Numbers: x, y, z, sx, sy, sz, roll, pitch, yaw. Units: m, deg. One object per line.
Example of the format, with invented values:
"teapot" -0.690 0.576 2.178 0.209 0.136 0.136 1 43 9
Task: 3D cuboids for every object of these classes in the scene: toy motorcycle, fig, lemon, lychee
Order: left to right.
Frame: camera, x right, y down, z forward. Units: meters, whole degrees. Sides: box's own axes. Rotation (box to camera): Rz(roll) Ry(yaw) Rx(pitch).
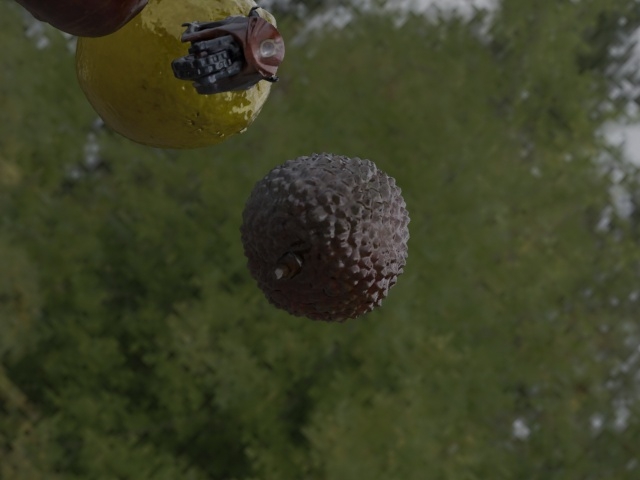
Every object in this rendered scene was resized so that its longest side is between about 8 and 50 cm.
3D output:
"fig" -0.255 -0.321 1.875 0.205 0.205 0.205 41 -14 13
"lemon" -0.191 -0.243 2.344 0.319 0.245 0.245 9 -35 41
"toy motorcycle" -0.090 -0.209 1.875 0.212 0.118 0.084 -72 148 -73
"lychee" 0.000 0.000 1.600 0.165 0.197 0.165 20 -53 28
